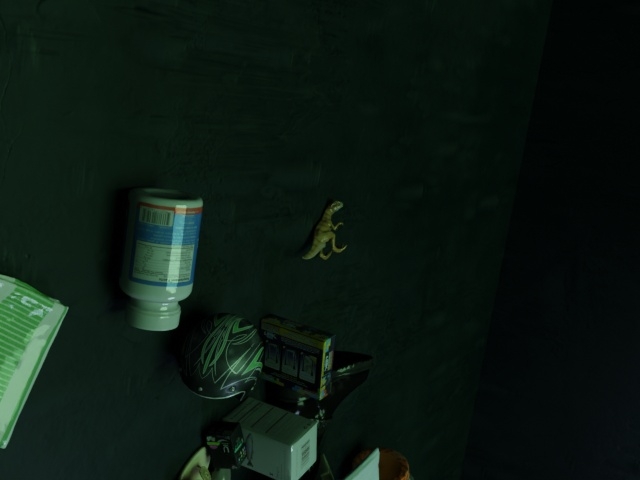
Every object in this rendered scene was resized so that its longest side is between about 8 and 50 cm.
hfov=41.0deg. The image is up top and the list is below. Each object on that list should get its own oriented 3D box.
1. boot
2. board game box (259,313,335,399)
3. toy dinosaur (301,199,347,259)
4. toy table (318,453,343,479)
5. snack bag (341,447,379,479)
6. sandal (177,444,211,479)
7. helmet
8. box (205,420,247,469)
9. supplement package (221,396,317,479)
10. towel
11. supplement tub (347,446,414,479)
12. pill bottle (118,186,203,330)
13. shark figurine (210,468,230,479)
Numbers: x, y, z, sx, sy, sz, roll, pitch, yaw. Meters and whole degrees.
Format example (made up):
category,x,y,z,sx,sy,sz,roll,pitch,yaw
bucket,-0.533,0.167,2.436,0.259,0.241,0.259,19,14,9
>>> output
category,x,y,z,sx,sy,sz,roll,pitch,yaw
boot,-0.002,0.420,2.064,0.348,0.131,0.260,-15,109,-47
board game box,-0.054,0.251,1.855,0.048,0.170,0.141,-20,121,-55
toy dinosaur,0.000,0.000,1.972,0.112,0.064,0.212,54,45,-34
toy table,0.044,0.686,2.196,0.252,0.274,0.161,-29,124,-11
snack bag,0.072,0.685,1.971,0.323,0.037,0.343,-25,118,-54
sandal,-0.260,0.527,1.708,0.240,0.079,0.088,-53,144,-36
helmet,-0.186,0.220,1.615,0.161,0.169,0.169,73,38,-69
box,-0.195,0.425,1.773,0.052,0.062,0.083,-49,133,-60
supplement package,-0.109,0.426,1.827,0.105,0.179,0.105,-33,130,-52
towel,-0.495,0.146,1.151,0.325,0.038,0.248,42,67,-59
supplement tub,0.170,0.781,2.472,0.207,0.207,0.338,-37,133,-49
pill bottle,-0.268,0.030,1.416,0.124,0.124,0.222,-10,113,-59
shark figurine,-0.200,0.624,1.832,0.166,0.116,0.278,-46,138,-40
